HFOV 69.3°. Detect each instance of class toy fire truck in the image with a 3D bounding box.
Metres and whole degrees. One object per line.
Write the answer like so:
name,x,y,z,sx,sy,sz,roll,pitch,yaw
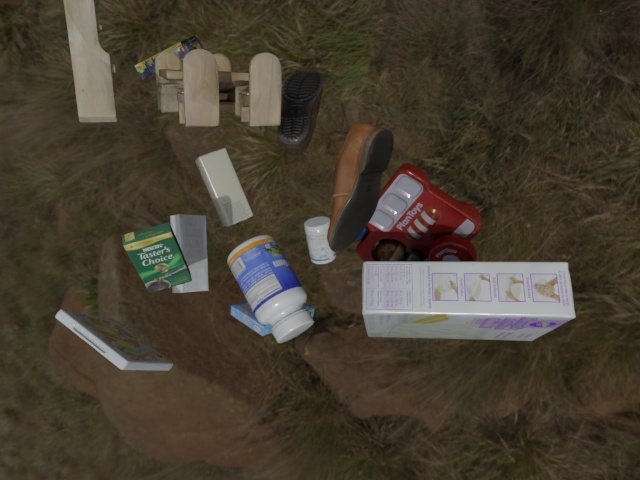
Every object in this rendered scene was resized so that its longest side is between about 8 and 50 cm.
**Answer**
toy fire truck,0.205,-0.008,1.065,0.253,0.169,0.302,34,133,-4

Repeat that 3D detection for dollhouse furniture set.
dollhouse furniture set,-0.323,-0.398,1.008,0.362,0.393,0.257,37,130,56

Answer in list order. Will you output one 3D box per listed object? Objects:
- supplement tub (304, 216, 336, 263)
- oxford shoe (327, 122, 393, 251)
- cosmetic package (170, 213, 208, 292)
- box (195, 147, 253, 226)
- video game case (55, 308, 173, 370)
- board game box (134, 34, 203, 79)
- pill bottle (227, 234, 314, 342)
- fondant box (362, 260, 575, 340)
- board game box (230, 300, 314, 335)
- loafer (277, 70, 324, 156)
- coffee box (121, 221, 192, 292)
supplement tub,0.000,0.000,1.188,0.070,0.071,0.107,5,118,29
oxford shoe,0.049,-0.084,0.744,0.076,0.076,0.213,34,114,39
cosmetic package,-0.410,0.041,1.445,0.060,0.098,0.239,-6,85,41
box,-0.362,-0.196,1.742,0.094,0.113,0.275,0,112,66
video game case,-0.474,0.238,1.090,0.206,0.026,0.227,31,170,15
board game box,-0.456,-0.557,1.407,0.170,0.141,0.048,-18,119,18
pill bottle,-0.131,0.133,1.264,0.152,0.152,0.272,-47,67,38
fondant box,0.245,0.117,0.847,0.329,0.238,0.096,-1,69,8
board game box,-0.150,0.223,1.460,0.160,0.211,0.039,23,113,40
loafer,-0.071,-0.435,1.581,0.133,0.366,0.130,9,149,10
coffee box,-0.388,0.045,1.112,0.184,0.113,0.040,87,163,-46
